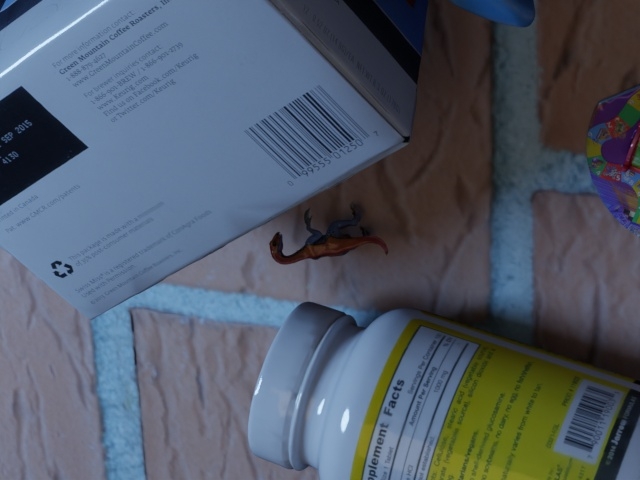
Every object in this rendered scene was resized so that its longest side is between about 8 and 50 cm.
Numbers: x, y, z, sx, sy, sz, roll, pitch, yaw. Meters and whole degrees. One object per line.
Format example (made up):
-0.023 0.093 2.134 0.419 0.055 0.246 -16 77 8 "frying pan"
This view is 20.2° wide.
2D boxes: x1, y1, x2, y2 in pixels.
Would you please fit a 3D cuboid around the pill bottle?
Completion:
0.119 0.167 1.493 0.334 0.188 0.188 18 118 17 "pill bottle"

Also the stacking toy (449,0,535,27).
0.169 -0.321 1.297 0.175 0.166 0.302 36 111 -12 "stacking toy"

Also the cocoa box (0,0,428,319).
-0.118 -0.144 1.406 0.347 0.228 0.231 -29 121 31 "cocoa box"

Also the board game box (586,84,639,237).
0.287 -0.064 1.410 0.168 0.033 0.133 -22 102 29 "board game box"

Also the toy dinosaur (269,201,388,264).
0.000 0.000 1.542 0.082 0.090 0.047 -30 114 -13 "toy dinosaur"
